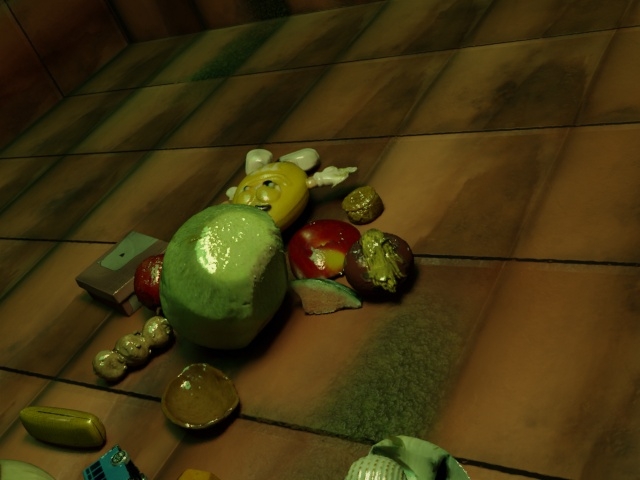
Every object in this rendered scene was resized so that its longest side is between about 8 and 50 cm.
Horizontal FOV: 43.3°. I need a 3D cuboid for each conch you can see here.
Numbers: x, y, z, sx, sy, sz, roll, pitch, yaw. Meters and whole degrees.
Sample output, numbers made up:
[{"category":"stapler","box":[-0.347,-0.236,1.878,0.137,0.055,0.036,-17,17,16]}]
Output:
[{"category":"conch","box":[0.129,0.400,1.233,0.200,0.131,0.172,25,24,18]}]

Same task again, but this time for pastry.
[{"category":"pastry","box":[0.105,-0.088,2.012,0.097,0.057,0.109,-24,30,11]}]

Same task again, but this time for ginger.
[{"category":"ginger","box":[-0.432,0.252,1.865,0.204,0.080,0.104,-36,10,-20]}]

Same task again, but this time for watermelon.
[{"category":"watermelon","box":[0.026,0.118,1.784,0.155,0.080,0.101,-5,2,32]}]

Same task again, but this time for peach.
[{"category":"peach","box":[-0.001,-0.002,1.950,0.189,0.068,0.279,-24,32,-2]}]

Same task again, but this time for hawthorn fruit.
[{"category":"hawthorn fruit","box":[-0.387,0.117,1.975,0.148,0.148,0.172,-18,49,10]}]

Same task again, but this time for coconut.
[{"category":"coconut","box":[-0.210,0.080,1.771,0.281,0.329,0.328,5,32,-10]}]

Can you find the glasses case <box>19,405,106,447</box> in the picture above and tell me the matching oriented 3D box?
[{"category":"glasses case","box":[-0.554,0.400,1.734,0.234,0.079,0.064,-1,32,33]}]

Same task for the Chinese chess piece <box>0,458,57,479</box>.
[{"category":"Chinese chess piece","box":[-0.572,0.544,1.359,0.349,0.146,0.349,-41,31,32]}]

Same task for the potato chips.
[{"category":"potato chips","box":[-0.247,0.329,1.656,0.150,0.049,0.201,-38,33,-26]}]

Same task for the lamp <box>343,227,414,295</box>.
[{"category":"lamp","box":[0.122,0.040,1.741,0.157,0.135,0.156,-1,39,36]}]

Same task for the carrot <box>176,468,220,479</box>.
[{"category":"carrot","box":[-0.233,0.520,1.321,0.114,0.114,0.302,-12,36,20]}]

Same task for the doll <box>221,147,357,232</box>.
[{"category":"doll","box":[-0.105,-0.142,2.142,0.348,0.161,0.423,-29,27,-15]}]

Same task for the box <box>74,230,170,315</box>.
[{"category":"box","box":[-0.504,0.086,2.141,0.215,0.086,0.215,14,50,45]}]

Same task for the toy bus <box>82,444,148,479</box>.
[{"category":"toy bus","box":[-0.368,0.477,1.491,0.106,0.090,0.184,-34,31,-12]}]
